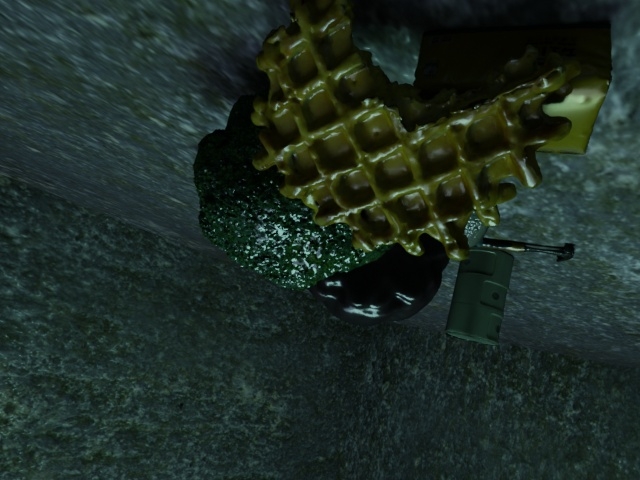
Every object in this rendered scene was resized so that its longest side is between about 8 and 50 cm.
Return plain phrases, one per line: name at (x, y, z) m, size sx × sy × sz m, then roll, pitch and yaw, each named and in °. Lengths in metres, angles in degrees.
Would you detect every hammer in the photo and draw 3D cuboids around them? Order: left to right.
hammer at (0.442, 0.018, 0.953) m, size 0.201 × 0.021 × 0.078 m, roll 8°, pitch 165°, yaw 30°

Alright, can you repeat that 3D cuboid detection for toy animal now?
toy animal at (0.281, -0.043, 0.774) m, size 0.070 × 0.079 × 0.253 m, roll -7°, pitch 166°, yaw 3°

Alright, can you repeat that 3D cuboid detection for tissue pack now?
tissue pack at (0.189, -0.148, 0.445) m, size 0.170 × 0.082 × 0.120 m, roll 10°, pitch 163°, yaw 24°

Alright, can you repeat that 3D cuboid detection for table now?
table at (0.391, 0.138, 1.067) m, size 0.127 × 0.219 × 0.126 m, roll 15°, pitch 167°, yaw 4°

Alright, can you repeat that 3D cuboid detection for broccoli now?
broccoli at (-0.025, -0.075, 0.628) m, size 0.308 × 0.307 × 0.275 m, roll 12°, pitch -165°, yaw 15°

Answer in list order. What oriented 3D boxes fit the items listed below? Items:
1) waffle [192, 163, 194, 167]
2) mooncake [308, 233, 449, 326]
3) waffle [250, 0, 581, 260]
waffle at (-0.171, -0.121, 1.026) m, size 0.168 × 0.057 × 0.274 m, roll 13°, pitch 166°, yaw 13°
mooncake at (0.096, 0.012, 0.791) m, size 0.284 × 0.282 × 0.141 m, roll 16°, pitch 162°, yaw 2°
waffle at (0.057, -0.102, 0.411) m, size 0.293 × 0.069 × 0.259 m, roll 29°, pitch 124°, yaw 7°
